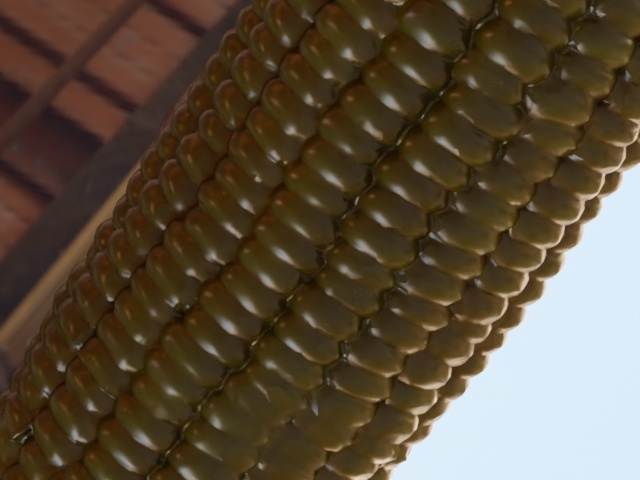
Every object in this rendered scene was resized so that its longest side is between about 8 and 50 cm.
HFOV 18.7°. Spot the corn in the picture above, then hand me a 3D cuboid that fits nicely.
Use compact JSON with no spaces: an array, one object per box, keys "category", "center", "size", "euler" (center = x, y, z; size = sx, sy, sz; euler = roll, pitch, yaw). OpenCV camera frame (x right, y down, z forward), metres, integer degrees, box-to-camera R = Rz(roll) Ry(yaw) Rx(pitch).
[{"category":"corn","center":[0.000,0.000,0.602],"size":[0.131,0.344,0.131],"euler":[33,-162,-12]}]

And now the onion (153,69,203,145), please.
[{"category":"onion","center":[-0.040,-0.040,1.346],"size":[0.147,0.184,0.184],"euler":[13,-124,-41]}]
